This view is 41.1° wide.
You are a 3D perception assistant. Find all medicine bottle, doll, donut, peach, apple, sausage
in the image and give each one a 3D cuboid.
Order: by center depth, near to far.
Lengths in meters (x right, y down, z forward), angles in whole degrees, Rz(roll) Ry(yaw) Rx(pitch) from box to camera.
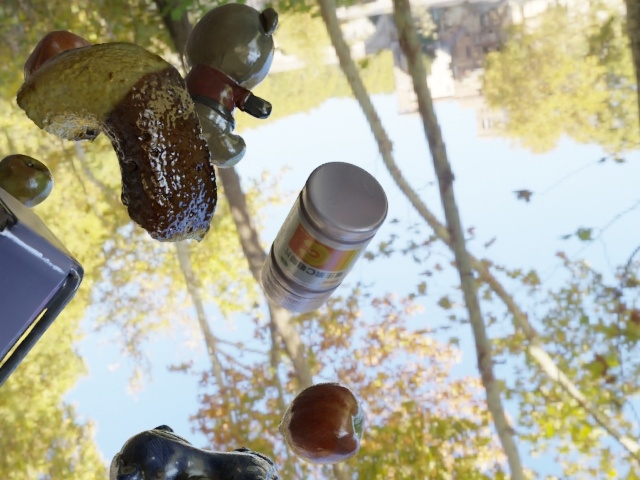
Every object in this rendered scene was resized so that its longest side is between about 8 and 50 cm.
[{"bbox_3d":[-0.223,-0.130,1.001,0.151,0.295,0.112,-45,-177,25],"label":"donut"},{"bbox_3d":[-0.458,-0.091,1.316,0.090,0.074,0.089,23,-149,-15],"label":"apple"},{"bbox_3d":[0.000,0.000,1.322,0.133,0.133,0.249,-18,157,-32],"label":"medicine bottle"},{"bbox_3d":[-0.429,-0.282,1.482,0.133,0.133,0.258,-10,174,-3],"label":"sausage"},{"bbox_3d":[-0.205,-0.311,1.664,0.235,0.329,0.174,5,161,42],"label":"doll"},{"bbox_3d":[-0.006,0.513,2.385,0.257,0.232,0.232,2,-163,23],"label":"peach"}]

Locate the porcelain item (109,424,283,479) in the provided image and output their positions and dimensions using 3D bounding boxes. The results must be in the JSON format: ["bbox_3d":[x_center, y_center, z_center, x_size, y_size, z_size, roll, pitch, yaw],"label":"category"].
[{"bbox_3d":[-0.188,0.391,1.350,0.288,0.137,0.186,17,177,-16],"label":"porcelain item"}]

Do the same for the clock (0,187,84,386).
[{"bbox_3d":[-0.262,0.056,0.576,0.193,0.073,0.145,-52,-144,-5],"label":"clock"}]
